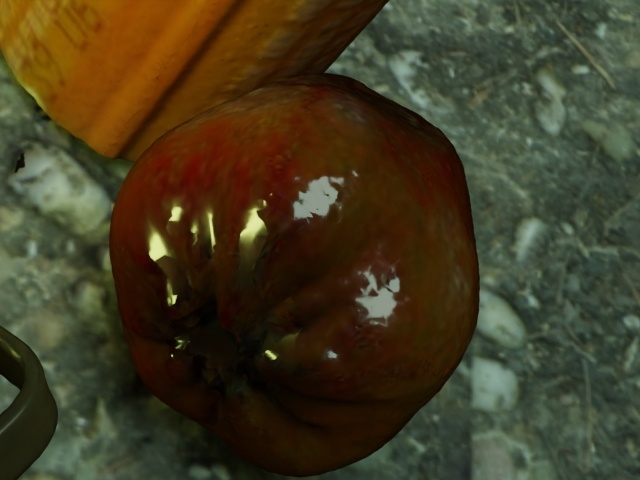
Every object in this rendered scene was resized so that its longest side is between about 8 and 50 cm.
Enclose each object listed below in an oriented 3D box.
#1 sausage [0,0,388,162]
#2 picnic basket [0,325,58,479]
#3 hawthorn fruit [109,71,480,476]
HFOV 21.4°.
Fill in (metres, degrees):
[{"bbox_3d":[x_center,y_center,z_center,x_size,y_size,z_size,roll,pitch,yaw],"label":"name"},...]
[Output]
[{"bbox_3d":[-0.054,-0.207,1.036,0.233,0.287,0.233,17,54,-25],"label":"sausage"},{"bbox_3d":[-0.298,0.109,0.708,0.254,0.291,0.321,25,52,34],"label":"picnic basket"},{"bbox_3d":[0.000,0.000,1.002,0.224,0.224,0.261,41,41,-3],"label":"hawthorn fruit"}]
